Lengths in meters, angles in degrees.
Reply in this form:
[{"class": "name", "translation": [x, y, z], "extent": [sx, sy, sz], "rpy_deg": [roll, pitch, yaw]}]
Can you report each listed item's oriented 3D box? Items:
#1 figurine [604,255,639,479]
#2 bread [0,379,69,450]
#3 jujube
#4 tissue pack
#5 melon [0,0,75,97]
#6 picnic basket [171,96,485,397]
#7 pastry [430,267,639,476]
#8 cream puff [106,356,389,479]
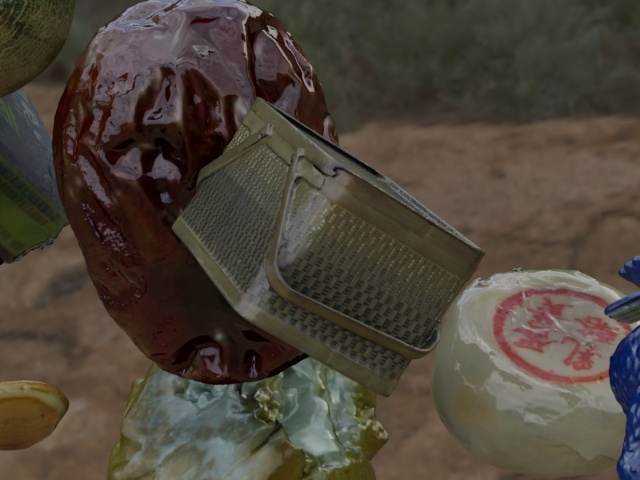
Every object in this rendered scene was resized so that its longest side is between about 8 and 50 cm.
[{"class": "figurine", "translation": [0.294, 0.142, 1.382], "extent": [0.121, 0.262, 0.164], "rpy_deg": [-6, -12, 10]}, {"class": "bread", "translation": [-0.285, 0.161, 1.600], "extent": [0.110, 0.110, 0.024], "rpy_deg": [-14, 58, 0]}, {"class": "jujube", "translation": [-0.110, -0.051, 1.674], "extent": [0.276, 0.377, 0.276], "rpy_deg": [-15, 19, 5]}, {"class": "tissue pack", "translation": [-0.438, -0.180, 1.870], "extent": [0.124, 0.394, 0.288], "rpy_deg": [-33, 54, 6]}, {"class": "melon", "translation": [-0.145, -0.101, 0.672], "extent": [0.099, 0.099, 0.162], "rpy_deg": [-21, 25, -13]}, {"class": "picnic basket", "translation": [0.000, 0.000, 1.432], "extent": [0.139, 0.165, 0.267], "rpy_deg": [-57, 25, 5]}, {"class": "pastry", "translation": [0.243, 0.136, 1.846], "extent": [0.265, 0.133, 0.265], "rpy_deg": [5, 36, -4]}, {"class": "cream puff", "translation": [-0.080, 0.238, 1.888], "extent": [0.274, 0.270, 0.323], "rpy_deg": [-19, 40, 21]}]
